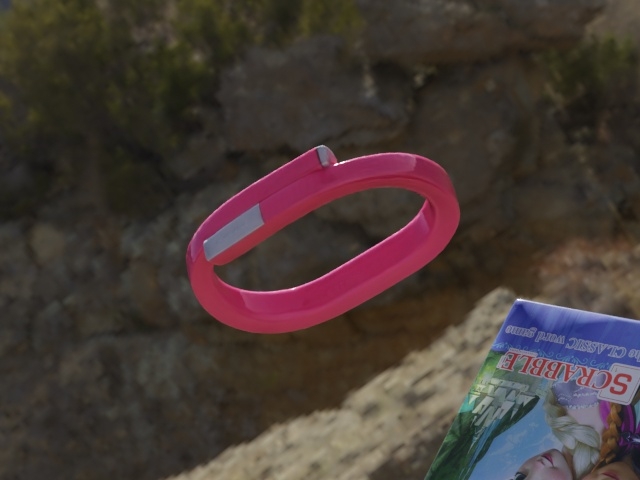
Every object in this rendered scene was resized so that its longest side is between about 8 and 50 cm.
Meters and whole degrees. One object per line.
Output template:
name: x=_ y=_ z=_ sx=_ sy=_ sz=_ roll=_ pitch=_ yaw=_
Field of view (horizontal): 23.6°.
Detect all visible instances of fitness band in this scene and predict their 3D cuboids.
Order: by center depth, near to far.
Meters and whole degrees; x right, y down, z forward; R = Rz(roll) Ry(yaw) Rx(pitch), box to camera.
fitness band: x=0.000 y=0.000 z=1.542 sx=0.291 sy=0.209 sz=0.054 roll=-30 pitch=54 yaw=22

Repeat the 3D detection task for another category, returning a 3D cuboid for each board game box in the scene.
board game box: x=0.244 y=0.219 z=1.356 sx=0.319 sy=0.066 sz=0.318 roll=8 pitch=62 yaw=45
